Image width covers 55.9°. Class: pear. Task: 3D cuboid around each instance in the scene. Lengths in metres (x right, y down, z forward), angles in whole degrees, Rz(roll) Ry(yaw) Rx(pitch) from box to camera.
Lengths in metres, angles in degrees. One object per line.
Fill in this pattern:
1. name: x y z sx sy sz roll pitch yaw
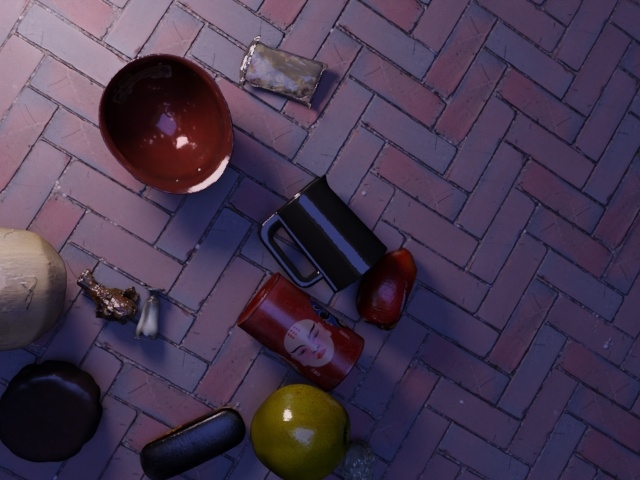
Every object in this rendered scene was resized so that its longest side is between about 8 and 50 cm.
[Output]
1. pear: -0.053 0.564 1.762 0.295 0.294 0.294 0 91 -10

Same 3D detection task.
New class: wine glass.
1. wine glass: -0.507 0.214 1.790 0.072 0.072 0.155 10 88 -9

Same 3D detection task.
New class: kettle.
1. kettle: 0.005 -0.005 1.825 0.262 0.203 0.308 -40 94 19

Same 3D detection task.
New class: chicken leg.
1. chicken leg: -0.629 0.172 1.772 0.196 0.080 0.125 22 77 -2

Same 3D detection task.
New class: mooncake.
1. mooncake: -0.764 0.480 1.714 0.283 0.141 0.282 -2 100 -10

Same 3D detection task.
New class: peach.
1. peach: 0.207 0.139 1.866 0.159 0.154 0.267 26 87 -7

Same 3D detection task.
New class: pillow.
1. pillow: -0.119 -0.512 1.854 0.255 0.059 0.169 18 88 -11

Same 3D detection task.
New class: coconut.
1. coconut: -0.880 0.123 1.573 0.360 0.346 0.346 8 89 -45

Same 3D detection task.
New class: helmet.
1. helmet: -0.428 -0.323 1.718 0.338 0.230 0.384 -38 105 -6

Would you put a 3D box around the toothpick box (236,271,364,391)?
1. toothpick box: -0.058 0.272 1.799 0.333 0.204 0.204 38 85 -8

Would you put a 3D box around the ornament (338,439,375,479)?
1. ornament: 0.116 0.769 1.870 0.121 0.130 0.285 -4 91 4

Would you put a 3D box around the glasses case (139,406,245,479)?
1. glasses case: -0.380 0.609 1.807 0.321 0.082 0.122 -24 93 -7
